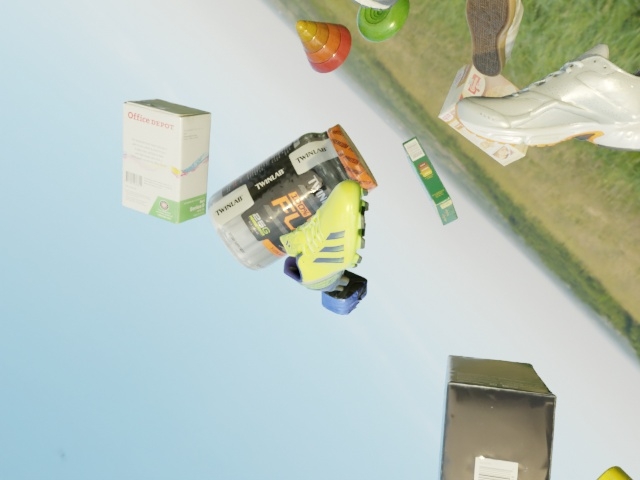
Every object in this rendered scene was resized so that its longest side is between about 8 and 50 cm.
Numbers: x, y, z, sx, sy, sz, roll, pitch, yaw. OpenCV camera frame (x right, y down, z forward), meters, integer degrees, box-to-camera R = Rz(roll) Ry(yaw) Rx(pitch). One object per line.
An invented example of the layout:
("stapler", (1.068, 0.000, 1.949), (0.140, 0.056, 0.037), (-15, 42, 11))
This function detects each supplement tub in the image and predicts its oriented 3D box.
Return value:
("supplement tub", (-0.058, -0.097, 1.416), (0.207, 0.338, 0.207), (54, -168, -17))

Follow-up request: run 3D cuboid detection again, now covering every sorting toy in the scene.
("sorting toy", (0.085, -0.495, 1.374), (0.126, 0.366, 0.127), (18, -125, -52))

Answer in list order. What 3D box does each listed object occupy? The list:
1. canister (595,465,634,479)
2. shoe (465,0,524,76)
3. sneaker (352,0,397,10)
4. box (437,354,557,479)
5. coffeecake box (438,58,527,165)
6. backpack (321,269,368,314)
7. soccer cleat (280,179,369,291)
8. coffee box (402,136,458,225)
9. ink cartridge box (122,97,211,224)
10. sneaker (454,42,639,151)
("canister", (0.468, 0.440, 0.958), (0.073, 0.126, 0.170), (26, -165, -47))
("shoe", (0.269, -0.343, 0.994), (0.077, 0.058, 0.219), (30, 165, 20))
("sneaker", (0.044, -0.508, 1.080), (0.283, 0.122, 0.110), (36, -142, -24))
("box", (0.309, 0.411, 1.193), (0.179, 0.343, 0.312), (4, 179, 12))
("coffeecake box", (0.357, -0.270, 1.351), (0.186, 0.142, 0.068), (32, 154, -15))
("backpack", (0.062, 0.149, 1.727), (0.098, 0.101, 0.120), (18, -145, 30))
("soccer cleat", (0.000, 0.001, 0.964), (0.121, 0.093, 0.289), (12, 153, -3))
("coffee box", (0.245, -0.133, 1.449), (0.184, 0.041, 0.113), (66, -172, 28))
("ink cartridge box", (-0.302, -0.158, 1.257), (0.154, 0.212, 0.093), (18, -155, 28))
("sneaker", (0.300, -0.182, 0.796), (0.263, 0.120, 0.099), (3, -156, 9))
